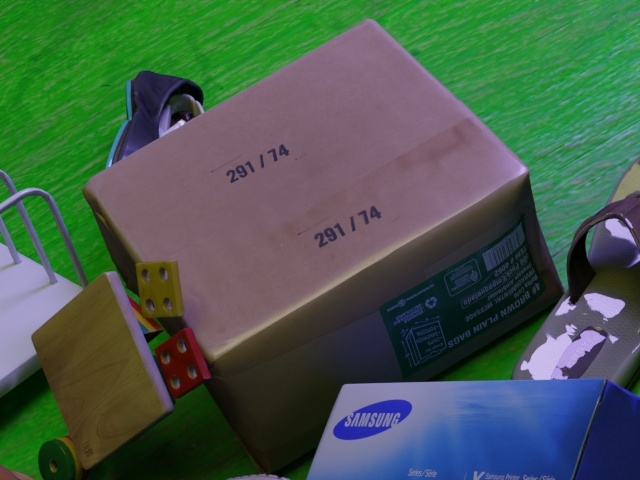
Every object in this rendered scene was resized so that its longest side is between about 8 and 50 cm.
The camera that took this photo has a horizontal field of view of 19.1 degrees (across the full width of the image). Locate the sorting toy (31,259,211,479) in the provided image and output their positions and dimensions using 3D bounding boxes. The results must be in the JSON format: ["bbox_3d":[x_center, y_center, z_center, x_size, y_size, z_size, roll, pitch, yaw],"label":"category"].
[{"bbox_3d":[-0.171,0.106,1.630,0.046,0.274,0.132,-11,71,-44],"label":"sorting toy"}]

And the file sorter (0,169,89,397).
[{"bbox_3d":[-0.377,0.017,1.818,0.193,0.173,0.277,-38,41,-26],"label":"file sorter"}]

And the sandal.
[{"bbox_3d":[0.258,0.029,1.625,0.120,0.086,0.303,12,52,32],"label":"sandal"}]

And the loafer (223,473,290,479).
[{"bbox_3d":[-0.097,0.246,1.497,0.268,0.102,0.092,-23,47,50],"label":"loafer"}]

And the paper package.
[{"bbox_3d":[0.000,0.000,1.708,0.325,0.168,0.309,-31,44,-9],"label":"paper package"}]

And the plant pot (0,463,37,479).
[{"bbox_3d":[-0.323,0.244,1.581,0.205,0.188,0.205,-12,43,12],"label":"plant pot"}]

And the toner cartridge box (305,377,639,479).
[{"bbox_3d":[0.102,0.190,1.388,0.348,0.075,0.165,-10,54,60],"label":"toner cartridge box"}]

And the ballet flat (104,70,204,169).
[{"bbox_3d":[-0.160,-0.096,1.906,0.096,0.095,0.280,0,33,2],"label":"ballet flat"}]
